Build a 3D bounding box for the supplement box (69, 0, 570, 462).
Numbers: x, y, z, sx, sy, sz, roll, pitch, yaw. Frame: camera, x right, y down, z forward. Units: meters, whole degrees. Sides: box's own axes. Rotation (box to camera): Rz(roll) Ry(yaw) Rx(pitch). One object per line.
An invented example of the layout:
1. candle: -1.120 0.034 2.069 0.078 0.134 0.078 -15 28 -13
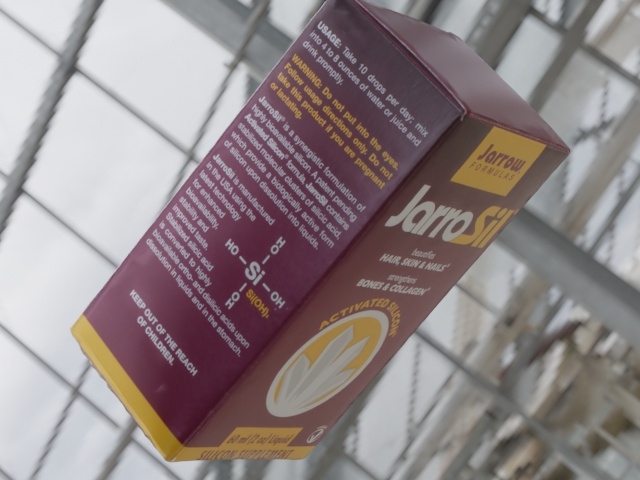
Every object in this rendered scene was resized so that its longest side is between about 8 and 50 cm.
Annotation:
1. supplement box: 0.000 0.000 0.663 0.188 0.081 0.104 -50 -28 17
